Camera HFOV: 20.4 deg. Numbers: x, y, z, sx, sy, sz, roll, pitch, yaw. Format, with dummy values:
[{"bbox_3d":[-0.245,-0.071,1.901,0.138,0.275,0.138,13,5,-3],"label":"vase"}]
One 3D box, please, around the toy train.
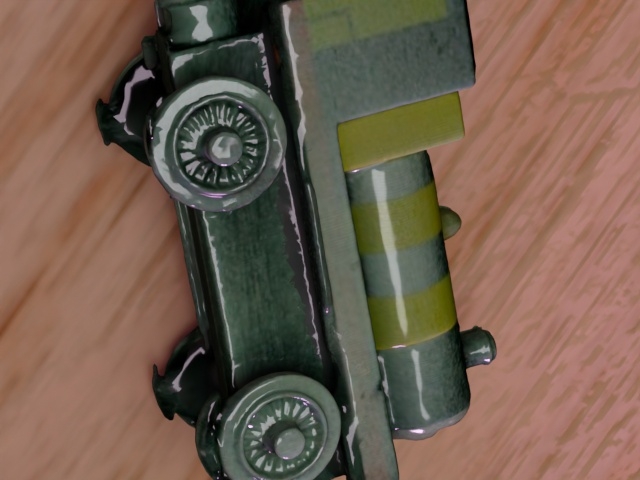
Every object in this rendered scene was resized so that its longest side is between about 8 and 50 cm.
[{"bbox_3d":[0.000,0.000,0.636,0.132,0.083,0.200,-16,111,-17],"label":"toy train"}]
